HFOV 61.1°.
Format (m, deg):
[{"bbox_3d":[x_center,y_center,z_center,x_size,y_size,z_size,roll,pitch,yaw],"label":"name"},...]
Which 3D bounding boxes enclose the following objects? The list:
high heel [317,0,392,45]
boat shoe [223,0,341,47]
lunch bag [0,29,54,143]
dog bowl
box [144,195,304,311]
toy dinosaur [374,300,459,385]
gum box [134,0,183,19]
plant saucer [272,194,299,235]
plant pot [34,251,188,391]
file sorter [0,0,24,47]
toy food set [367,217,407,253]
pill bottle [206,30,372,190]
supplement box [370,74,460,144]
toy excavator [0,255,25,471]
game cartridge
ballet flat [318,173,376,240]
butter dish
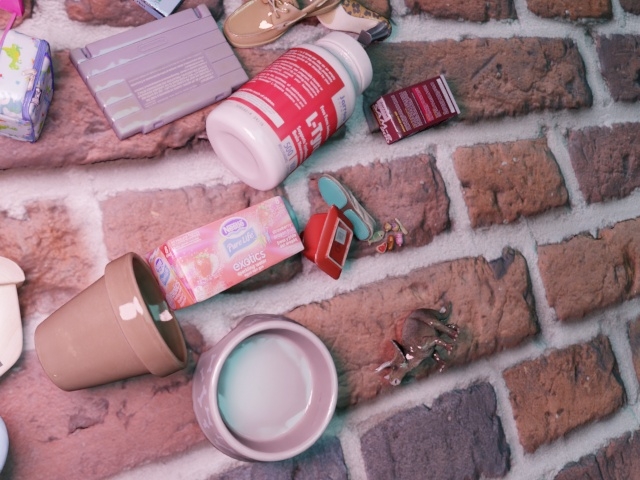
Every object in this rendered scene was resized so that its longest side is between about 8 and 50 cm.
[{"bbox_3d":[0.082,-0.657,1.551,0.261,0.093,0.186,42,40,4],"label":"high heel"},{"bbox_3d":[-0.096,-0.609,1.388,0.341,0.110,0.121,-29,90,-6],"label":"boat shoe"},{"bbox_3d":[-0.596,-0.305,1.091,0.090,0.219,0.176,13,75,-22],"label":"lunch bag"},{"bbox_3d":[-0.115,0.340,1.254,0.349,0.102,0.348,4,80,-24],"label":"dog bowl"},{"bbox_3d":[-0.208,0.026,1.207,0.300,0.154,0.142,-27,94,-38],"label":"box"},{"bbox_3d":[0.277,0.241,1.431,0.160,0.121,0.313,23,54,15],"label":"toy dinosaur"},{"bbox_3d":[-0.398,-0.655,1.339,0.157,0.041,0.184,34,70,-15],"label":"gum box"},{"bbox_3d":[-0.092,-0.056,1.348,0.119,0.021,0.119,50,26,-36],"label":"plant saucer"},{"bbox_3d":[-0.425,0.185,1.090,0.229,0.263,0.263,-25,91,-6],"label":"plant pot"},{"bbox_3d":[-0.776,-0.497,1.058,0.291,0.202,0.182,21,74,-19],"label":"file sorter"},{"bbox_3d":[0.191,-0.008,1.495,0.122,0.019,0.078,-41,98,-24],"label":"toy food set"},{"bbox_3d":[-0.062,-0.328,1.326,0.229,0.229,0.407,48,67,-9],"label":"pill bottle"},{"bbox_3d":[0.276,-0.379,1.569,0.239,0.073,0.130,-25,90,-26],"label":"supplement box"},{"bbox_3d":[-0.666,0.304,0.986,0.445,0.222,0.433,-39,97,-38],"label":"toy excavator"},{"bbox_3d":[-0.373,-0.404,1.298,0.355,0.068,0.230,-32,98,-25],"label":"game cartridge"},{"bbox_3d":[0.072,-0.093,1.442,0.213,0.072,0.068,52,38,-8],"label":"ballet flat"},{"bbox_3d":[0.000,0.000,1.363,0.160,0.118,0.160,40,64,-58],"label":"butter dish"}]
